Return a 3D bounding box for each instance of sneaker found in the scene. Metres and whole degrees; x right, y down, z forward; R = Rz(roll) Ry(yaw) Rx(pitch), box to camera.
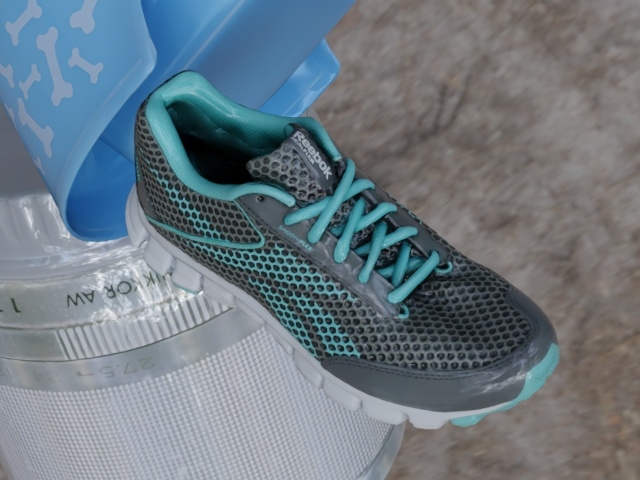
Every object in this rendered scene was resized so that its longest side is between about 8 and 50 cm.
[{"bbox_3d":[0.000,0.000,0.633,0.166,0.076,0.065,26,58,24],"label":"sneaker"}]

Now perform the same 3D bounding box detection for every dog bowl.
[{"bbox_3d":[-0.011,-0.128,0.729,0.074,0.166,0.297,48,109,13],"label":"dog bowl"}]

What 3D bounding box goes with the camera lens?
[{"bbox_3d":[-0.084,0.032,1.039,0.219,0.219,0.274,-31,126,-20],"label":"camera lens"}]
